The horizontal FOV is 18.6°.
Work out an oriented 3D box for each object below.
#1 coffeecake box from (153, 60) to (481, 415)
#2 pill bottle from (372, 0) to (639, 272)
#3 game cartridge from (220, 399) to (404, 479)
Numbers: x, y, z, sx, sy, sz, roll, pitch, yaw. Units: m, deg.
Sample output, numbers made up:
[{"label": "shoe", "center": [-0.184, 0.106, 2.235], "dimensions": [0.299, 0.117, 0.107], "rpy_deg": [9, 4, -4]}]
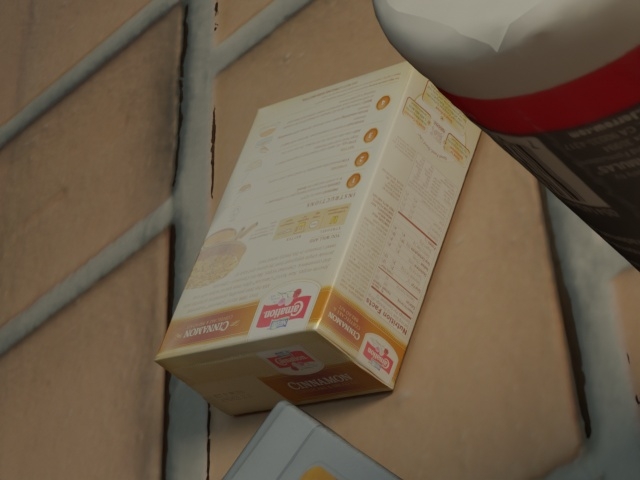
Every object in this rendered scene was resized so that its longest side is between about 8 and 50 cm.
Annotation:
[{"label": "coffeecake box", "center": [0.000, 0.000, 1.134], "dimensions": [0.142, 0.068, 0.185], "rpy_deg": [-13, 47, 46]}, {"label": "pill bottle", "center": [0.182, -0.045, 0.688], "dimensions": [0.176, 0.318, 0.176], "rpy_deg": [-34, 35, 28]}, {"label": "game cartridge", "center": [-0.002, 0.204, 0.933], "dimensions": [0.198, 0.062, 0.297], "rpy_deg": [-51, 30, -8]}]
